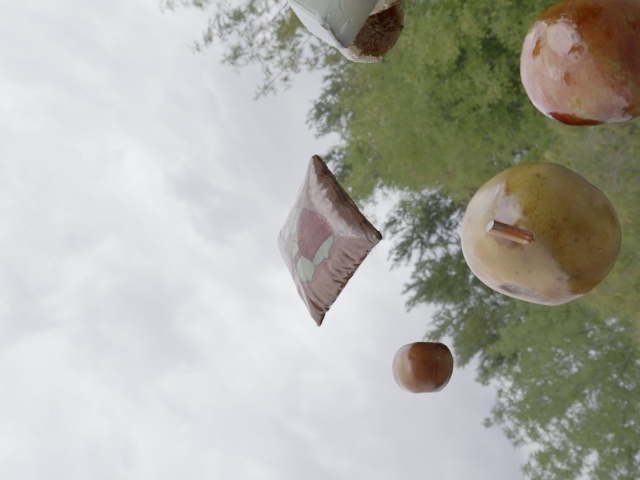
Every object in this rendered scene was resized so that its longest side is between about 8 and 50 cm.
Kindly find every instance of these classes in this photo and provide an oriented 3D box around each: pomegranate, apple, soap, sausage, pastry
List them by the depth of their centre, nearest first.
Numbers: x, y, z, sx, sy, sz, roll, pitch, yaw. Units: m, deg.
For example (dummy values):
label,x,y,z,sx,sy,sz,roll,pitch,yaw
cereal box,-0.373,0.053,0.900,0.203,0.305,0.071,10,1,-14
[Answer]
label,x,y,z,sx,sy,sz,roll,pitch,yaw
soap,0.046,-0.324,0.640,0.064,0.183,0.121,37,-170,8
apple,0.209,0.257,1.121,0.126,0.126,0.102,12,-110,-47
apple,0.584,-0.400,1.193,0.301,0.301,0.301,33,-144,-29
sausage,0.415,-0.016,1.196,0.107,0.031,0.031,17,-142,-2
pastry,0.120,-0.541,1.375,0.182,0.192,0.093,30,-168,-43
pomegranate,0.596,-0.026,1.506,0.416,0.416,0.417,33,-144,-29

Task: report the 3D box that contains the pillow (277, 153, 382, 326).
label,x,y,z,sx,sy,sz,roll,pitch,yaw
pillow,0.000,0.000,1.001,0.084,0.236,0.223,-3,-136,-37

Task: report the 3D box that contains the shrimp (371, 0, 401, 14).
label,x,y,z,sx,sy,sz,roll,pitch,yaw
shrimp,0.111,-0.389,0.788,0.068,0.248,0.150,41,-125,-51
